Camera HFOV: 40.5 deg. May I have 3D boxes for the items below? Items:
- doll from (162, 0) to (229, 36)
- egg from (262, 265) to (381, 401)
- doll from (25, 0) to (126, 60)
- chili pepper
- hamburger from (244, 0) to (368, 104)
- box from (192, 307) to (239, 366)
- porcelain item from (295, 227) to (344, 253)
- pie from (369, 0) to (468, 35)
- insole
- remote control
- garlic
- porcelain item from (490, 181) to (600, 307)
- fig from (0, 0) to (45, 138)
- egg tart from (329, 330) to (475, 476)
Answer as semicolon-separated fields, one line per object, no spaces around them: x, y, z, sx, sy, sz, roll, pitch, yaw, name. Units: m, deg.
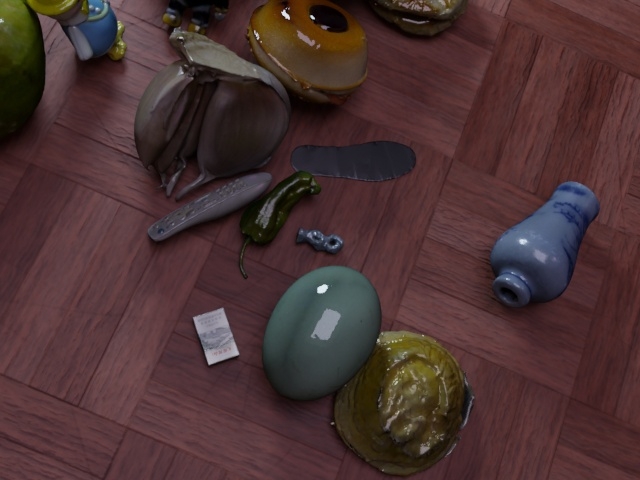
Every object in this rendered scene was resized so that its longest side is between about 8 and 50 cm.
-0.183;-0.501;1.490;0.145;0.316;0.103;33;27;14;doll
0.001;0.145;1.364;0.168;0.168;0.231;34;73;2;egg
-0.405;-0.377;1.433;0.098;0.241;0.135;21;81;16;doll
-0.088;-0.042;1.462;0.073;0.072;0.204;38;74;20;chili pepper
-0.023;-0.335;1.512;0.237;0.147;0.237;20;39;-18;hamburger
-0.170;0.157;1.405;0.054;0.024;0.083;-17;76;-17;box
0.000;0.000;1.487;0.083;0.028;0.036;13;68;-8;porcelain item
0.184;-0.484;1.652;0.205;0.084;0.179;15;66;2;pie
0.061;-0.142;1.559;0.232;0.003;0.080;-2;72;-11;insole
-0.180;-0.054;1.452;0.229;0.073;0.044;-30;117;-14;remote control
-0.180;-0.202;1.423;0.210;0.292;0.237;34;45;14;garlic
0.389;0.008;1.508;0.141;0.141;0.259;39;62;4;porcelain item
-0.564;-0.316;1.402;0.233;0.233;0.314;-15;57;-15;fig
0.140;0.256;1.399;0.252;0.098;0.232;-22;81;-20;egg tart
